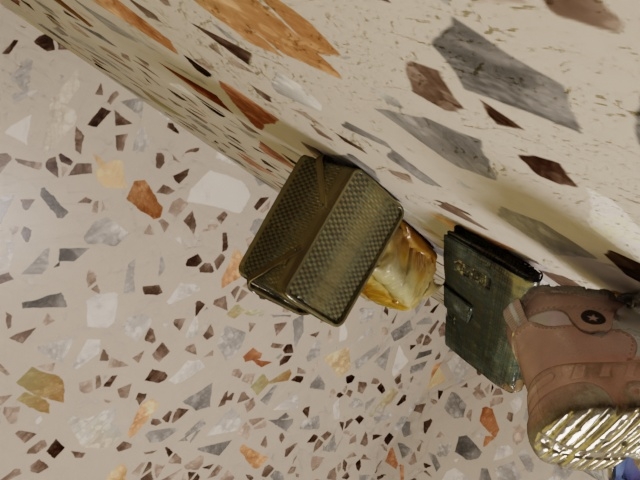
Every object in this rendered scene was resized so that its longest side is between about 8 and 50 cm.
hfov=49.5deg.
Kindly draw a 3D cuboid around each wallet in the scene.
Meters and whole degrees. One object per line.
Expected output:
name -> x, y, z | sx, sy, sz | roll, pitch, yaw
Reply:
wallet -> 0.273, 0.122, 1.141 | 0.169, 0.044, 0.317 | 34, 152, 33

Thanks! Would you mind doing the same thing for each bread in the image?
bread -> 0.101, 0.008, 1.472 | 0.236, 0.183, 0.388 | 11, 160, 34

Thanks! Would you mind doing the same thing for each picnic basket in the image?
picnic basket -> 0.000, 0.000, 1.174 | 0.139, 0.266, 0.165 | 22, 169, 47

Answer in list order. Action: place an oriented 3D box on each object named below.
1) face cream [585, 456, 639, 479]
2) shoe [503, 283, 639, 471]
face cream -> 0.622, 0.389, 1.508 | 0.249, 0.249, 0.225 | 33, 178, -36
shoe -> 0.379, 0.149, 0.810 | 0.351, 0.172, 0.198 | 13, -136, -25
